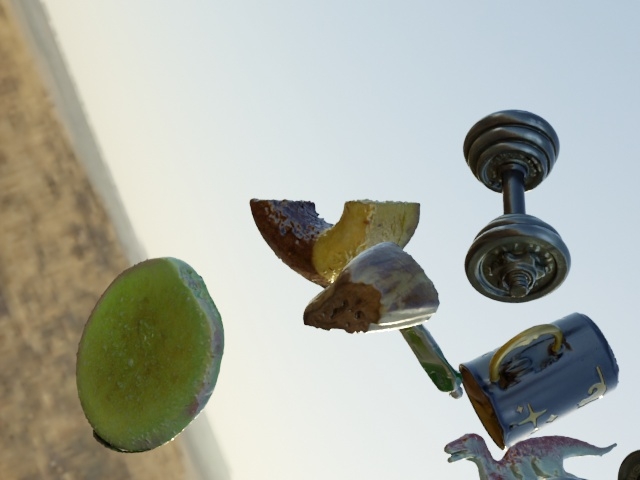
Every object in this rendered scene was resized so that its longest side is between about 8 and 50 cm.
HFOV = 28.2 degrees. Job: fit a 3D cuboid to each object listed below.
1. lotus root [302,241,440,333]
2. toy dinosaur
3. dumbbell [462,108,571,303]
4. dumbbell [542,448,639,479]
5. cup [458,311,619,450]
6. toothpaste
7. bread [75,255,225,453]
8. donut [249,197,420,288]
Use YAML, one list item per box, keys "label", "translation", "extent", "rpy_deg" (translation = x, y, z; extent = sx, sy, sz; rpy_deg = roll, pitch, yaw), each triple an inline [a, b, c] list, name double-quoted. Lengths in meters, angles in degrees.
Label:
- label: "lotus root"
  translation: [0.056, 0.058, 1.531]
  extent: [0.135, 0.159, 0.095]
  rpy_deg: [-21, 109, -55]
- label: "toy dinosaur"
  translation: [0.282, 0.283, 1.644]
  extent: [0.053, 0.242, 0.167]
  rpy_deg: [7, -59, 67]
- label: "dumbbell"
  translation: [0.336, -0.063, 2.208]
  extent: [0.179, 0.179, 0.406]
  rpy_deg: [77, 14, -45]
- label: "dumbbell"
  translation: [0.280, 0.245, 1.177]
  extent: [0.110, 0.254, 0.110]
  rpy_deg: [13, -71, 42]
- label: "cup"
  translation: [0.410, 0.246, 2.329]
  extent: [0.178, 0.256, 0.255]
  rpy_deg: [63, -6, 8]
- label: "toothpaste"
  translation: [0.174, 0.176, 2.089]
  extent: [0.078, 0.047, 0.248]
  rpy_deg: [25, -24, 54]
- label: "bread"
  translation: [-0.267, 0.168, 1.904]
  extent: [0.045, 0.301, 0.301]
  rpy_deg: [25, 30, -49]
- label: "donut"
  translation: [0.000, 0.000, 2.046]
  extent: [0.112, 0.295, 0.151]
  rpy_deg: [22, 73, -59]
